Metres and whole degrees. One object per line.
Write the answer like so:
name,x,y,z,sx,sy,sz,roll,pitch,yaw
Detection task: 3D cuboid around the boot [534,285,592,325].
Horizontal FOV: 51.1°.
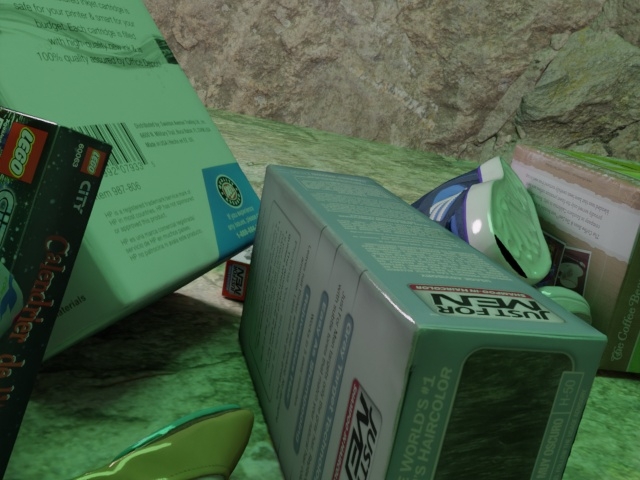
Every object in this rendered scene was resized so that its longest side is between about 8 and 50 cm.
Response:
boot,0.213,0.121,0.667,0.258,0.095,0.123,-10,29,-30

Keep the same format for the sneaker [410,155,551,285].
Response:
sneaker,0.152,0.020,0.851,0.130,0.236,0.323,51,25,-9

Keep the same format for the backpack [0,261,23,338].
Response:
backpack,-0.251,0.033,0.245,0.225,0.253,0.191,-6,58,9

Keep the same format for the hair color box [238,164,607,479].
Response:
hair color box,0.030,0.073,0.510,0.113,0.185,0.374,6,16,-17

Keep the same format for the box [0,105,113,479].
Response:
box,-0.234,0.027,0.417,0.159,0.233,0.044,18,0,28

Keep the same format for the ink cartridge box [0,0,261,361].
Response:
ink cartridge box,-0.249,-0.116,0.622,0.166,0.395,0.285,-30,1,22

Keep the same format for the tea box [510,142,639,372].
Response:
tea box,0.450,0.020,0.903,0.323,0.220,0.329,6,16,-12

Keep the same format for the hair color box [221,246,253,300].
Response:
hair color box,-0.023,0.050,0.808,0.167,0.053,0.093,14,17,10

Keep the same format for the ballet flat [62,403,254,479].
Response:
ballet flat,-0.117,0.158,0.367,0.232,0.080,0.073,-10,53,-45
